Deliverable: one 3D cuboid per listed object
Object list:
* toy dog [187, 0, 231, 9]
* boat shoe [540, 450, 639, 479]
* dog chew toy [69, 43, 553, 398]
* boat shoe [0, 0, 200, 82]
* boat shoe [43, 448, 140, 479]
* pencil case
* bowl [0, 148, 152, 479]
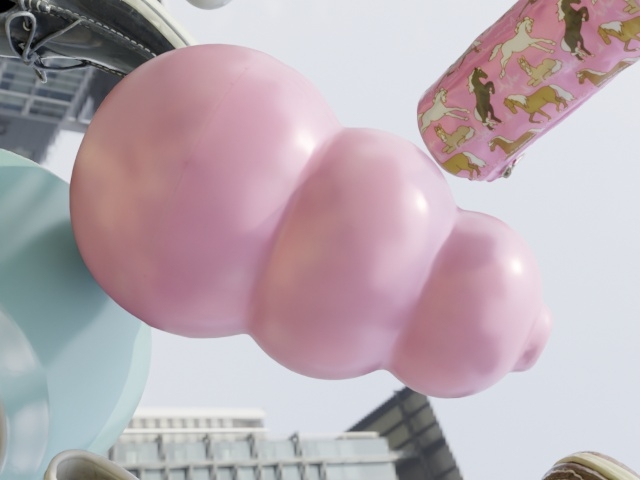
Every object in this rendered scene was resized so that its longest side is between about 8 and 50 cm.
[{"bbox_3d":[-0.145,-0.361,0.810,0.161,0.333,0.220,-33,-109,11],"label":"toy dog"},{"bbox_3d":[0.199,0.249,0.547,0.257,0.095,0.095,58,-39,24],"label":"boat shoe"},{"bbox_3d":[0.000,0.000,0.646,0.206,0.331,0.207,24,90,-84],"label":"dog chew toy"},{"bbox_3d":[-0.375,-0.297,1.229,0.156,0.500,0.187,-65,-172,-17],"label":"boat shoe"},{"bbox_3d":[-0.076,0.193,0.492,0.267,0.096,0.088,24,-65,50],"label":"boat shoe"},{"bbox_3d":[0.299,-0.236,1.238,0.386,0.167,0.160,-42,-154,42],"label":"pencil case"},{"bbox_3d":[-0.289,0.095,0.677,0.163,0.311,0.312,-90,-162,-73],"label":"bowl"}]
